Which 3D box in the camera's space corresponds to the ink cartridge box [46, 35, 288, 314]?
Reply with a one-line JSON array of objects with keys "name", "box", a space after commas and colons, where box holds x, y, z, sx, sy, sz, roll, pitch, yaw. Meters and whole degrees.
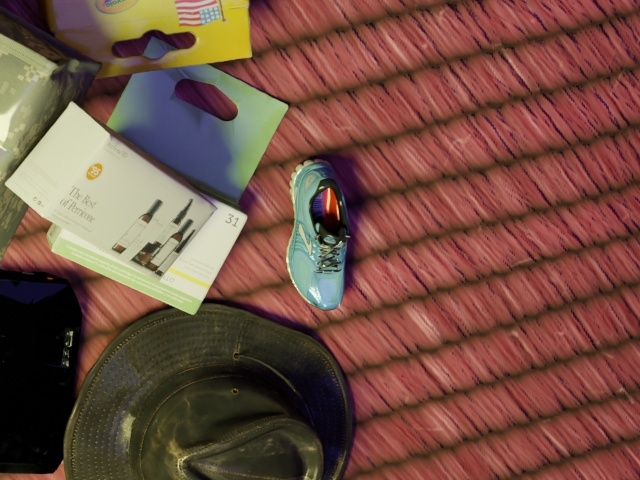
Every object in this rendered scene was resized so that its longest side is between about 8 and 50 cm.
[{"name": "ink cartridge box", "box": [-0.151, -0.064, 1.852, 0.171, 0.056, 0.235, 26, 99, -22]}]

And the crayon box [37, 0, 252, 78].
[{"name": "crayon box", "box": [-0.182, -0.323, 1.748, 0.202, 0.081, 0.319, -9, 108, -14]}]

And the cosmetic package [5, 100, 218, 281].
[{"name": "cosmetic package", "box": [-0.190, -0.041, 1.709, 0.099, 0.060, 0.239, -53, 154, 1]}]

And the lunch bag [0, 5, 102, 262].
[{"name": "lunch bag", "box": [-0.392, -0.131, 1.689, 0.287, 0.169, 0.235, 29, 100, 7]}]

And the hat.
[{"name": "hat", "box": [-0.097, 0.231, 1.903, 0.331, 0.134, 0.331, -6, 107, -21]}]

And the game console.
[{"name": "game console", "box": [-0.426, 0.130, 1.831, 0.361, 0.044, 0.213, 4, 105, -17]}]

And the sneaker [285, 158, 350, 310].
[{"name": "sneaker", "box": [0.000, 0.000, 1.905, 0.063, 0.073, 0.162, -11, 109, -14]}]
